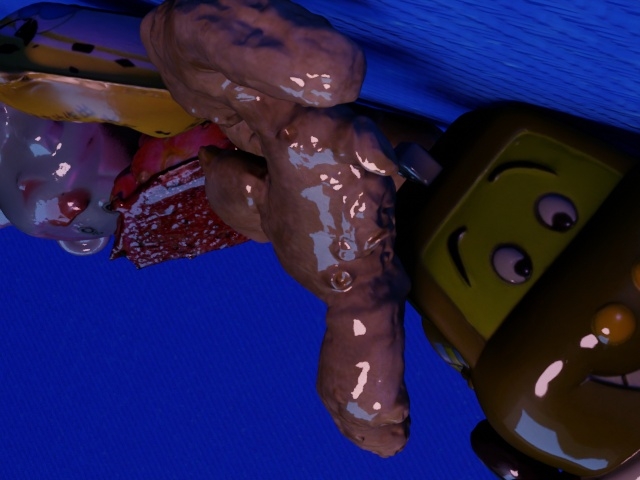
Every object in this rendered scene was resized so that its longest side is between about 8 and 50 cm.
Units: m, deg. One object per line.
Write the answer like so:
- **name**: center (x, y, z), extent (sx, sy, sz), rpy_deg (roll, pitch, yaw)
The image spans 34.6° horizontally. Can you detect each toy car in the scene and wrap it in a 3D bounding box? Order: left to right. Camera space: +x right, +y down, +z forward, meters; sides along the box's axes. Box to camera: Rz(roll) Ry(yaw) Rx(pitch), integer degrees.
- **toy car**: center (0.115, 0.018, 0.522), extent (0.198, 0.204, 0.248), rpy_deg (39, -178, -9)

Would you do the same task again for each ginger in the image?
- **ginger**: center (-0.009, -0.009, 0.461), extent (0.149, 0.065, 0.258), rpy_deg (43, 159, 46)
- **ginger**: center (0.014, -0.062, 0.706), extent (0.190, 0.069, 0.095), rpy_deg (16, -169, 3)

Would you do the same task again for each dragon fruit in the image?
- **dragon fruit**: center (-0.096, -0.069, 1.002), extent (0.262, 0.163, 0.189), rpy_deg (-17, -151, 5)

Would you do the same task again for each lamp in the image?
- **lamp**: center (-0.312, -0.126, 1.090), extent (0.301, 0.247, 0.247), rpy_deg (22, -149, -25)

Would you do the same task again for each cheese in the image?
- **cheese**: center (-0.090, -0.092, 0.580), extent (0.156, 0.064, 0.250), rpy_deg (20, -166, 39)
